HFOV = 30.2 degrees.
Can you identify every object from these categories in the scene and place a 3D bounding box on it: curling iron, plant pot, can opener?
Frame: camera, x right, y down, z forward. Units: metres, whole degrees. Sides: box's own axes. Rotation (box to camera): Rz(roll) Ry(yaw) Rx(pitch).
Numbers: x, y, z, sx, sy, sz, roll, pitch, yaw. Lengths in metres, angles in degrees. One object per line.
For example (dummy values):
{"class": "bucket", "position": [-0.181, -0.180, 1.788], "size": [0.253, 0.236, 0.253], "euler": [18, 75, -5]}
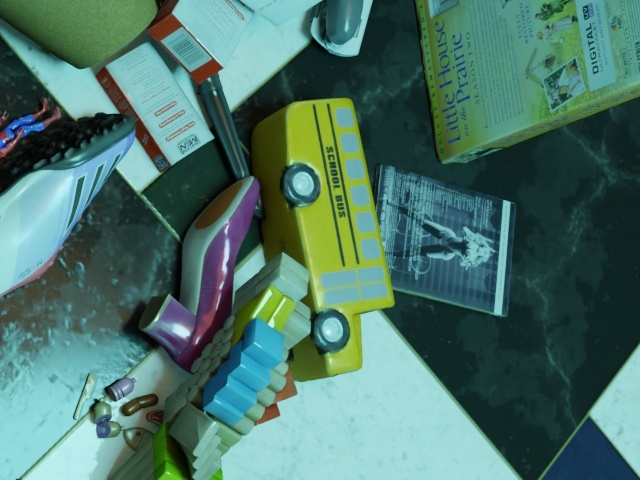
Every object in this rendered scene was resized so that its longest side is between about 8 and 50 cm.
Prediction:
{"class": "curling iron", "position": [-0.152, -0.193, 1.463], "size": [0.068, 0.035, 0.274], "euler": [-27, 95, -17]}
{"class": "plant pot", "position": [-0.302, -0.328, 1.321], "size": [0.237, 0.237, 0.254], "euler": [-51, 119, -26]}
{"class": "can opener", "position": [0.057, -0.376, 1.574], "size": [0.076, 0.095, 0.283], "euler": [23, 70, -23]}

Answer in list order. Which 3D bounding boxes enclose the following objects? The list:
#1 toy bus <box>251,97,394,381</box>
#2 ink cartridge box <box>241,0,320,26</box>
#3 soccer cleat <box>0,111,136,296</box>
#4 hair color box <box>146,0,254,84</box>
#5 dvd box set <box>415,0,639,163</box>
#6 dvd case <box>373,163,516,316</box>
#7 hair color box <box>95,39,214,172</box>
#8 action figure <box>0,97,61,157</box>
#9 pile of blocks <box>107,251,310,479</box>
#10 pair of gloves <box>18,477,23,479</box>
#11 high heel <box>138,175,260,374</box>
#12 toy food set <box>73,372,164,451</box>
{"class": "toy bus", "position": [0.000, 0.000, 1.462], "size": [0.130, 0.108, 0.333], "euler": [-8, 83, -31]}
{"class": "ink cartridge box", "position": [-0.104, -0.410, 1.400], "size": [0.273, 0.115, 0.198], "euler": [30, 43, -46]}
{"class": "soccer cleat", "position": [-0.317, -0.027, 1.316], "size": [0.318, 0.108, 0.116], "euler": [-45, 125, -31]}
{"class": "hair color box", "position": [-0.137, -0.280, 1.439], "size": [0.093, 0.053, 0.167], "euler": [46, 43, -25]}
{"class": "dvd box set", "position": [0.272, -0.291, 1.485], "size": [0.062, 0.420, 0.307], "euler": [-2, 80, -31]}
{"class": "dvd case", "position": [0.165, 0.002, 1.599], "size": [0.221, 0.018, 0.164], "euler": [14, 72, -24]}
{"class": "hair color box", "position": [-0.199, -0.161, 1.425], "size": [0.072, 0.043, 0.141], "euler": [-36, 96, -29]}
{"class": "action figure", "position": [-0.350, -0.123, 1.343], "size": [0.038, 0.030, 0.115], "euler": [36, 61, 23]}
{"class": "pile of blocks", "position": [-0.093, 0.195, 1.305], "size": [0.112, 0.149, 0.362], "euler": [36, 84, -25]}
{"class": "pair of gloves", "position": [-0.355, 0.283, 1.272], "size": [0.083, 0.010, 0.074], "euler": [28, 67, -23]}
{"class": "high heel", "position": [-0.112, 0.043, 1.414], "size": [0.117, 0.082, 0.244], "euler": [42, 58, -27]}
{"class": "toy food set", "position": [-0.215, 0.198, 1.357], "size": [0.122, 0.019, 0.078], "euler": [25, 69, -21]}
